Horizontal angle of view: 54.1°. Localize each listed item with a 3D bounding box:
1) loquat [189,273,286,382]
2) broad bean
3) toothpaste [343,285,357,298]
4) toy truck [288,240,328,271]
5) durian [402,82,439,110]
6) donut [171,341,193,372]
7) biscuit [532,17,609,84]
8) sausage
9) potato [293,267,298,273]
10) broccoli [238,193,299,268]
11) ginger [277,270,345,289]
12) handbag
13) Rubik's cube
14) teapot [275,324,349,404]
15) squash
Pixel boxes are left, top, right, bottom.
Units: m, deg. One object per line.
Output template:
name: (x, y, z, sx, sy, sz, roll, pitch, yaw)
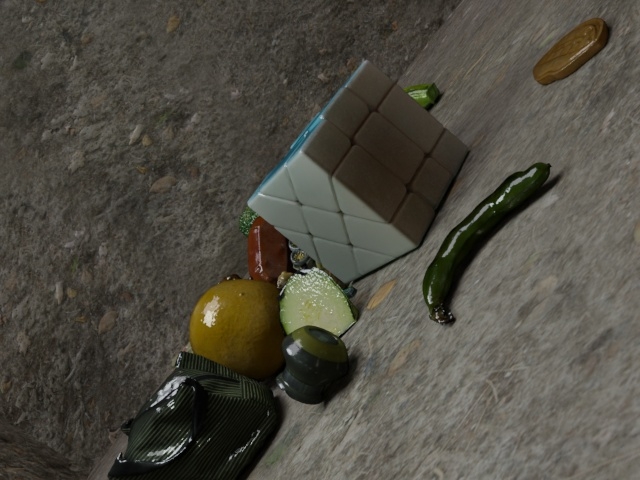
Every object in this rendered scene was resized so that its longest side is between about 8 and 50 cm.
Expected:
loquat: (-0.191, 0.213, 1.539, 0.275, 0.275, 0.275, -50, 10, 12)
broad bean: (0.242, 0.000, 0.972, 0.292, 0.049, 0.144, -55, 16, -2)
toothpaste: (0.057, 0.127, 1.458, 0.020, 0.017, 0.083, -57, 10, -29)
toy truck: (0.000, 0.000, 1.666, 0.157, 0.124, 0.272, -15, 45, 4)
durian: (0.332, -0.485, 2.181, 0.139, 0.101, 0.250, -18, 3, -13)
donut: (-0.395, 0.372, 2.302, 0.371, 0.150, 0.307, -53, 10, -6)
biscuit: (0.483, -0.368, 1.218, 0.142, 0.029, 0.221, -52, 9, -1)
sausage: (-0.138, 0.043, 1.715, 0.133, 0.133, 0.258, -41, 49, 49)
potato: (-0.104, 0.148, 1.817, 0.243, 0.098, 0.138, 10, 69, 60)
broccoli: (-0.074, -0.076, 1.999, 0.321, 0.310, 0.413, -54, 28, -14)
ginger: (-0.022, 0.120, 1.524, 0.067, 0.165, 0.096, 93, 176, -82)
handbag: (-0.267, 0.407, 1.311, 0.340, 0.240, 0.247, -50, 14, 4)
Rubik's cube: (0.082, -0.142, 1.423, 0.316, 0.319, 0.322, -56, 11, -30)
teapot: (-0.008, 0.225, 1.153, 0.166, 0.130, 0.119, 3, -66, -62)
squash: (0.000, 0.151, 1.379, 0.192, 0.184, 0.085, -45, -27, 27)
